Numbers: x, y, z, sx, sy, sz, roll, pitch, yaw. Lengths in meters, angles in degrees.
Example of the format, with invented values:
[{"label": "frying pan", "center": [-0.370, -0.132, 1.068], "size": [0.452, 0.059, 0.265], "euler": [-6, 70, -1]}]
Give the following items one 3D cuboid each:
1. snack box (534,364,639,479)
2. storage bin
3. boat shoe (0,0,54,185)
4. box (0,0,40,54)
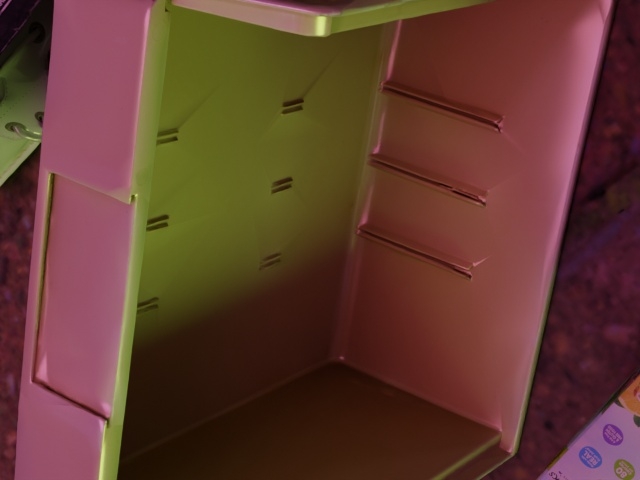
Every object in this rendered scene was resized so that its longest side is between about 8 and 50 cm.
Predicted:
[{"label": "snack box", "center": [0.153, 0.068, 0.640], "size": [0.037, 0.141, 0.100], "euler": [43, 121, 14]}, {"label": "storage bin", "center": [0.000, 0.000, 0.648], "size": [0.123, 0.260, 0.262], "euler": [22, 115, 29]}, {"label": "boat shoe", "center": [-0.149, -0.096, 0.808], "size": [0.096, 0.098, 0.277], "euler": [47, 121, 13]}, {"label": "box", "center": [-0.161, -0.181, 0.693], "size": [0.073, 0.296, 0.293], "euler": [29, 129, -25]}]
